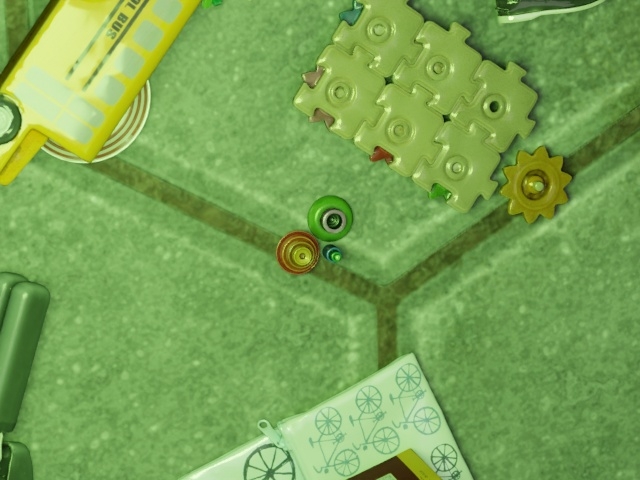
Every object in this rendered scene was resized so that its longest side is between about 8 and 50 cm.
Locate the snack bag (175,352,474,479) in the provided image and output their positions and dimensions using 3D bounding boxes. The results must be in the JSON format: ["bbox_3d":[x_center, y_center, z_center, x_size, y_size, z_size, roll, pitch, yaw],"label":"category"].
[{"bbox_3d":[0.018,0.336,2.103,0.342,0.037,0.323,-26,104,-7],"label":"snack bag"}]

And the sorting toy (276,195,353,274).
[{"bbox_3d":[0.000,0.000,2.041,0.102,0.042,0.061,-46,105,-3],"label":"sorting toy"}]

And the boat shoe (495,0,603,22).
[{"bbox_3d":[0.252,-0.268,2.056,0.125,0.046,0.038,-11,106,-3],"label":"boat shoe"}]

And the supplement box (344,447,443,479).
[{"bbox_3d":[0.063,0.364,2.032,0.194,0.129,0.191,-24,105,-8],"label":"supplement box"}]

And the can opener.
[{"bbox_3d":[-0.339,0.174,1.988,0.093,0.074,0.280,4,102,-48],"label":"can opener"}]

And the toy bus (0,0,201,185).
[{"bbox_3d":[-0.235,-0.197,1.907,0.130,0.108,0.333,34,90,-16],"label":"toy bus"}]

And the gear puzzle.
[{"bbox_3d":[0.141,-0.135,2.057,0.339,0.044,0.175,32,89,-18],"label":"gear puzzle"}]

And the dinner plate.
[{"bbox_3d":[-0.249,-0.152,1.974,0.141,0.017,0.141,-2,99,-13],"label":"dinner plate"}]

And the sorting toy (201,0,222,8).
[{"bbox_3d":[-0.094,-0.278,1.991,0.062,0.012,0.083,22,93,-15],"label":"sorting toy"}]
